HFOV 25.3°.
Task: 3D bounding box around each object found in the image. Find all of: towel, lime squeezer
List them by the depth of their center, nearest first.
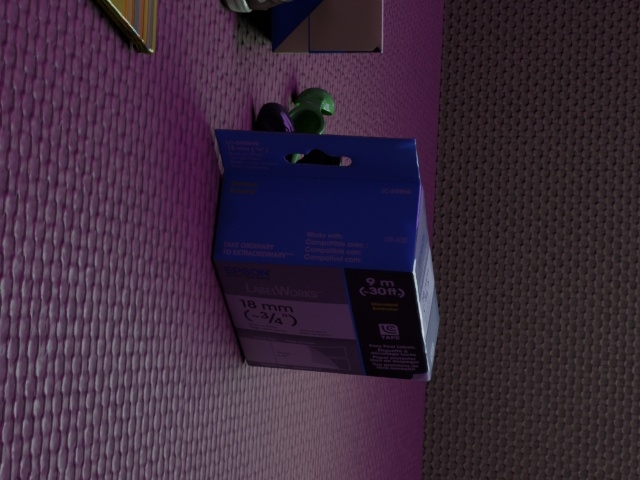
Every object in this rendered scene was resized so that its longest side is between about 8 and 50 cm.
[{"bbox_3d":[-0.188,-0.252,1.244,0.237,0.021,0.102,51,37,-71],"label":"towel"},{"bbox_3d":[-0.026,-0.152,1.993,0.110,0.059,0.310,-60,-177,26],"label":"lime squeezer"}]

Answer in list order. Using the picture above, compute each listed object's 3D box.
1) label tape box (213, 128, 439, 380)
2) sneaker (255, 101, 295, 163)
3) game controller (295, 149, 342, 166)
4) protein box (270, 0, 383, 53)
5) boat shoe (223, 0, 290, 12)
[{"bbox_3d":[0.005,0.025,1.680,0.334,0.240,0.106,77,21,-49],"label":"label tape box"},{"bbox_3d":[-0.062,-0.081,1.795,0.089,0.051,0.170,-74,166,-63],"label":"sneaker"},{"bbox_3d":[0.000,0.000,1.899,0.319,0.067,0.166,93,-15,-63],"label":"game controller"},{"bbox_3d":[0.006,-0.336,1.770,0.201,0.136,0.200,-95,-175,-79],"label":"protein box"},{"bbox_3d":[-0.077,-0.348,1.560,0.257,0.095,0.095,68,27,-63],"label":"boat shoe"}]
